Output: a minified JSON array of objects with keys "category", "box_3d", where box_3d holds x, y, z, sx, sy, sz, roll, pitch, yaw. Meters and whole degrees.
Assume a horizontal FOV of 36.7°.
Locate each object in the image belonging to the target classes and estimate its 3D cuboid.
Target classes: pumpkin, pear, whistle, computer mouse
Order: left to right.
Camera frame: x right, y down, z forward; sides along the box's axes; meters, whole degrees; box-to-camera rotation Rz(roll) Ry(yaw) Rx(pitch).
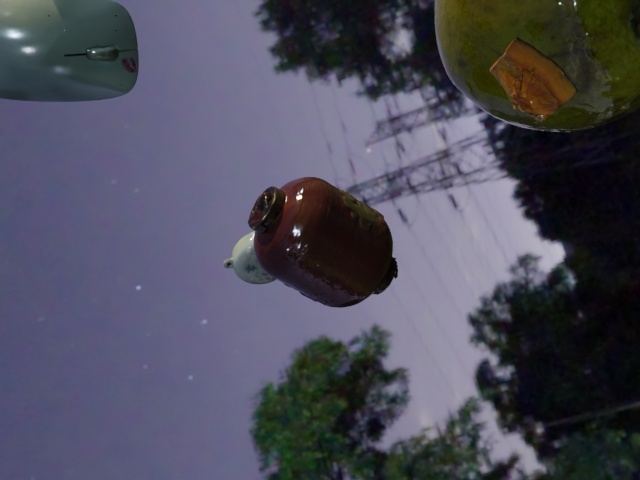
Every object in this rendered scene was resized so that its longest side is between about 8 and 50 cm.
[{"category":"computer mouse","box_3d":[-0.415,-0.282,1.425,0.097,0.289,0.159,-61,-26,-66]},{"category":"whistle","box_3d":[-0.071,0.024,1.952,0.126,0.258,0.067,94,163,-45]},{"category":"pumpkin","box_3d":[0.175,-0.134,0.822,0.073,0.035,0.101,51,177,5]},{"category":"pear","box_3d":[0.327,-0.329,1.342,0.413,0.352,0.352,37,160,57]}]

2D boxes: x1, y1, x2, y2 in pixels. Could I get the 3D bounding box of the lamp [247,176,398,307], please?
[{"category":"lamp","box_3d":[0.000,0.000,1.497,0.258,0.180,0.180,30,-145,-23]}]
